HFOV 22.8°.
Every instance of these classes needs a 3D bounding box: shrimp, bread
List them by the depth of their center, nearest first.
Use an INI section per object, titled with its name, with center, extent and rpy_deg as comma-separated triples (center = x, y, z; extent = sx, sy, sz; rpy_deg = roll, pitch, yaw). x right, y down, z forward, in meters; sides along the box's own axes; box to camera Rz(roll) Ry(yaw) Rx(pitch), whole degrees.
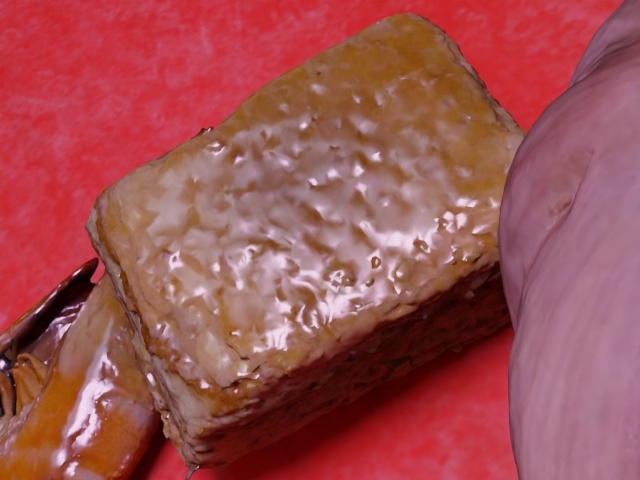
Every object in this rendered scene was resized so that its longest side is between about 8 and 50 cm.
[bread]
center = 0.000, 0.000, 0.689
extent = 0.196, 0.102, 0.138
rpy_deg = -26, 60, -5
[shrimp]
center = -0.111, 0.052, 0.777
extent = 0.150, 0.068, 0.248
rpy_deg = 25, 74, 49

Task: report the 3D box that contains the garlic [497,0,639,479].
[garlic]
center = 0.204, 0.006, 0.513
extent = 0.322, 0.241, 0.322
rpy_deg = -2, 64, 5
